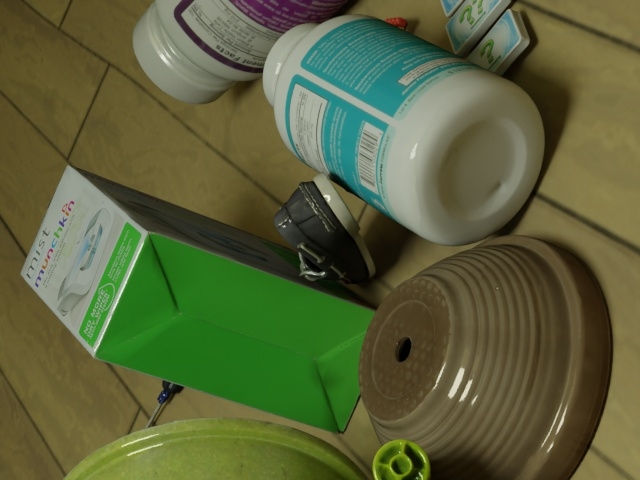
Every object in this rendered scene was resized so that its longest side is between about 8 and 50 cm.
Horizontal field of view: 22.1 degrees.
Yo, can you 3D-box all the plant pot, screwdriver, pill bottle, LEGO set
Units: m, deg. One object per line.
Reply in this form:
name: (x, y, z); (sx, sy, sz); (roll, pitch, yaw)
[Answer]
plant pot: (0.105, 0.099, 1.282); (0.237, 0.110, 0.237); (-36, 44, 45)
screwdriver: (-0.181, 0.185, 1.778); (0.170, 0.025, 0.024); (-55, 33, 23)
pill bottle: (-0.069, -0.274, 1.722); (0.301, 0.169, 0.169); (-39, 42, 41)
pill bottle: (0.057, -0.107, 1.402); (0.264, 0.146, 0.146); (35, 103, 48)
LEGO set: (0.084, -0.158, 1.521); (0.244, 0.060, 0.182); (-50, 32, 31)
plant pot: (-0.081, 0.320, 1.256); (0.276, 0.276, 0.254); (-48, 29, 32)

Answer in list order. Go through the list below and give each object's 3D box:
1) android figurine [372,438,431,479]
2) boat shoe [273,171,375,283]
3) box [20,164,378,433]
android figurine: (0.054, 0.274, 1.178); (0.273, 0.056, 0.248); (69, -153, -71)
boat shoe: (0.000, 0.000, 1.443); (0.065, 0.206, 0.075); (-33, 71, -3)
box: (-0.110, 0.055, 1.506); (0.231, 0.262, 0.126); (35, 102, 60)
